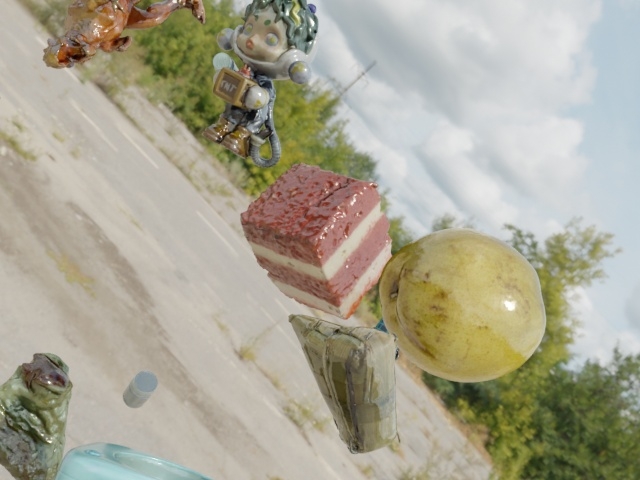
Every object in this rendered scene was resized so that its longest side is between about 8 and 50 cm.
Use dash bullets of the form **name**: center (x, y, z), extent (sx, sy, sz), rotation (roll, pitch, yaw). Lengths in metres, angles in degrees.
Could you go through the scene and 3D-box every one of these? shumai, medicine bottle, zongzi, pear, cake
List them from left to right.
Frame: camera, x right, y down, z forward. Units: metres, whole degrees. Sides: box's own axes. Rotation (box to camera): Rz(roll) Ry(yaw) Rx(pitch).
- **shumai**: center (-0.587, 0.386, 1.395), extent (0.222, 0.203, 0.272), rotation (37, -31, 39)
- **medicine bottle**: center (-0.422, 0.349, 1.547), extent (0.058, 0.091, 0.058), rotation (20, 46, -23)
- **medicine bottle**: center (-0.215, -0.393, 1.506), extent (0.047, 0.047, 0.083), rotation (48, -1, 8)
- **cake**: center (0.000, 0.000, 1.695), extent (0.269, 0.270, 0.320), rotation (19, -35, 37)
- **zongzi**: center (0.026, 0.206, 0.983), extent (0.197, 0.099, 0.195), rotation (9, -70, 46)
- **pear**: center (0.272, 0.126, 1.279), extent (0.314, 0.314, 0.314), rotation (47, 2, -2)

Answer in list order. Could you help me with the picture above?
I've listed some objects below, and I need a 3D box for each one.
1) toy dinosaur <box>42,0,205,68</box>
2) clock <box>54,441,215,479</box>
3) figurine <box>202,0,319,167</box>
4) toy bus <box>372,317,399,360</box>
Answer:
- **toy dinosaur**: center (-0.275, -0.355, 0.948), extent (0.432, 0.207, 0.097), rotation (-97, -176, -47)
- **clock**: center (-0.233, 0.375, 0.945), extent (0.273, 0.094, 0.223), rotation (20, -13, 4)
- **figurine**: center (-0.137, -0.381, 1.461), extent (0.261, 0.382, 0.186), rotation (29, 3, 12)
- **toy bus**: center (0.179, 0.251, 1.729), extent (0.091, 0.160, 0.079), rotation (29, -22, 27)
